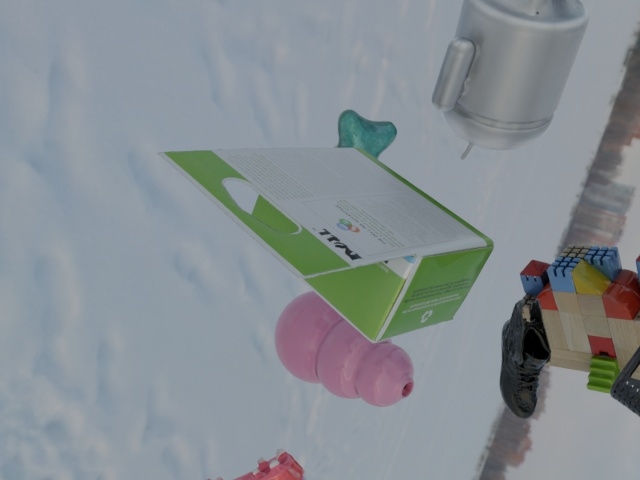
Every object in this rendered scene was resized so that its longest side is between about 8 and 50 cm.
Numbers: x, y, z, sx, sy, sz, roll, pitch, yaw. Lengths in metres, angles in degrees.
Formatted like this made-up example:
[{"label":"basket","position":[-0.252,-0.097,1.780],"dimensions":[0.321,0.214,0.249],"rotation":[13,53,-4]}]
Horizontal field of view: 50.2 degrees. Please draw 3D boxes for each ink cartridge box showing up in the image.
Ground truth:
[{"label":"ink cartridge box","position":[0.000,0.000,0.601],"dimensions":[0.255,0.189,0.097],"rotation":[-8,129,-46]}]

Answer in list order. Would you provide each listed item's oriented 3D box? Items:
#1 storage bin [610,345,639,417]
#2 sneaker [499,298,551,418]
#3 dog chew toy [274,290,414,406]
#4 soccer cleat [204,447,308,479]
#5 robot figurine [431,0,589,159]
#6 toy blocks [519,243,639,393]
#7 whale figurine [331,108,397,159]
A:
[{"label":"storage bin","position":[0.415,0.158,0.751],"dimensions":[0.180,0.084,0.122],"rotation":[24,101,-42]},{"label":"sneaker","position":[0.282,0.165,0.937],"dimensions":[0.089,0.051,0.170],"rotation":[143,-56,-84]},{"label":"dog chew toy","position":[0.056,0.235,1.434],"dimensions":[0.207,0.332,0.206],"rotation":[-22,123,-38]},{"label":"soccer cleat","position":[-0.128,0.415,1.079],"dimensions":[0.248,0.095,0.083],"rotation":[-30,-178,18]},{"label":"robot figurine","position":[0.320,-0.301,1.157],"dimensions":[0.300,0.199,0.353],"rotation":[-16,136,-25]},{"label":"toy blocks","position":[0.526,0.126,1.314],"dimensions":[0.191,0.382,0.260],"rotation":[-38,116,-36]},{"label":"whale figurine","position":[0.039,-0.065,1.091],"dimensions":[0.216,0.141,0.271],"rotation":[14,114,-27]}]
